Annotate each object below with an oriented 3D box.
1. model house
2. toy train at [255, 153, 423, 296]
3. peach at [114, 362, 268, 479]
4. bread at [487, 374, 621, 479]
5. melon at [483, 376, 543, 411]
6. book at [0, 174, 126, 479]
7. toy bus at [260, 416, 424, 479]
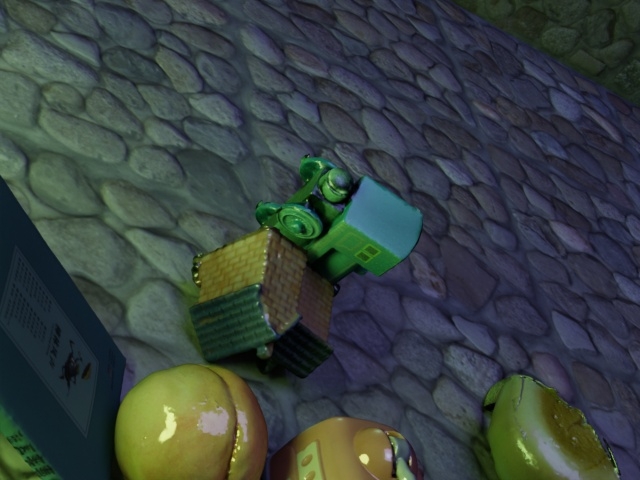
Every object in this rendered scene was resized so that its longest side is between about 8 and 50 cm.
[{"bbox_3d":[-0.079,0.110,1.547,0.183,0.166,0.172,35,44,-37],"label":"model house"},{"bbox_3d":[0.000,0.000,1.621,0.194,0.298,0.120,33,57,-12],"label":"toy train"},{"bbox_3d":[-0.147,0.235,1.290,0.184,0.184,0.184,27,34,-20],"label":"peach"},{"bbox_3d":[0.336,0.340,1.697,0.156,0.158,0.261,1,49,-32],"label":"bread"},{"bbox_3d":[0.357,0.271,1.857,0.160,0.079,0.128,30,34,-15],"label":"melon"},{"bbox_3d":[-0.312,0.106,1.199,0.264,0.031,0.379,-91,162,-50],"label":"book"},{"bbox_3d":[0.044,0.344,1.302,0.194,0.232,0.288,20,35,-34],"label":"toy bus"}]
